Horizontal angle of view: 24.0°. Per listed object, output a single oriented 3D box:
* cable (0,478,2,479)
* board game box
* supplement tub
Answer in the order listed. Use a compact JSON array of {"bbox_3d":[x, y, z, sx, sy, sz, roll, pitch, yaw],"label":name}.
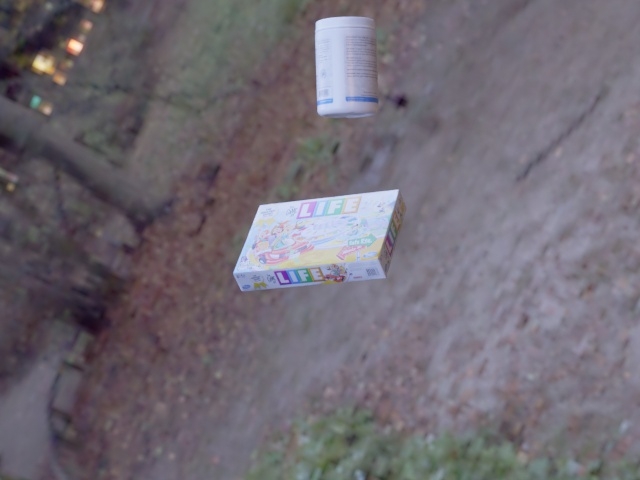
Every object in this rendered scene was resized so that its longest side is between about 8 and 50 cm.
[{"bbox_3d":[-0.317,0.342,1.695,0.139,0.287,0.072,-35,10,-33],"label":"cable"},{"bbox_3d":[0.000,0.000,1.482,0.154,0.026,0.103,-6,39,23],"label":"board game box"},{"bbox_3d":[0.030,-0.194,1.698,0.071,0.071,0.107,175,95,-77],"label":"supplement tub"}]
